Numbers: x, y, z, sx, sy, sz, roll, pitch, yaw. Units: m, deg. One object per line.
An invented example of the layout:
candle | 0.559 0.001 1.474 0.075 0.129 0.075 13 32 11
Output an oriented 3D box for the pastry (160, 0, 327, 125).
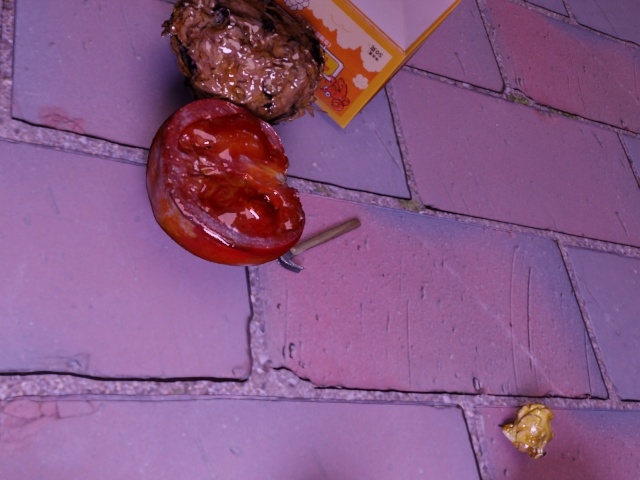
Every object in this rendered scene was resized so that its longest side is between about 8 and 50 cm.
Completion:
pastry | -0.120 -0.260 1.185 0.275 0.193 0.275 21 26 -11

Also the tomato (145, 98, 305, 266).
tomato | -0.139 -0.059 1.050 0.200 0.139 0.233 11 54 -33

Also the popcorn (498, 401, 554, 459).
popcorn | 0.304 0.280 1.183 0.084 0.084 0.084 17 52 -24

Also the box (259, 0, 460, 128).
box | 0.038 -0.392 1.344 0.283 0.214 0.259 42 49 -2

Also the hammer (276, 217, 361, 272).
hammer | 0.000 0.000 1.190 0.182 0.017 0.062 -23 76 -43
